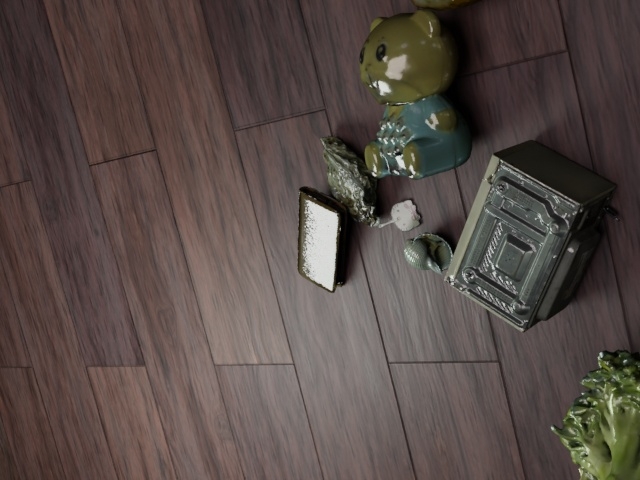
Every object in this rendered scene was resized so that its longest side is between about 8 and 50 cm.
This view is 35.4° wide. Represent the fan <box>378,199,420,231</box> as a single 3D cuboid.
[{"bbox_3d":[0.140,-0.038,1.807,0.083,0.004,0.056,-25,90,29],"label":"fan"}]

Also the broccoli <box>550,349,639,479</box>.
[{"bbox_3d":[0.514,0.321,1.492,0.334,0.272,0.324,39,166,16],"label":"broccoli"}]

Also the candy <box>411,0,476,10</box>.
[{"bbox_3d":[0.192,-0.482,1.542,0.260,0.118,0.260,16,114,38],"label":"candy"}]

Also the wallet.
[{"bbox_3d":[0.000,0.000,1.909,0.110,0.031,0.198,29,134,31],"label":"wallet"}]

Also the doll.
[{"bbox_3d":[0.152,-0.241,1.631,0.177,0.161,0.260,9,114,61],"label":"doll"}]

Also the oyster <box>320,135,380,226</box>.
[{"bbox_3d":[0.056,-0.107,1.835,0.125,0.064,0.177,4,119,55],"label":"oyster"}]

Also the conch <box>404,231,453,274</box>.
[{"bbox_3d":[0.191,0.019,1.763,0.085,0.056,0.076,32,110,-8],"label":"conch"}]

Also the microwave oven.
[{"bbox_3d":[0.330,-0.004,1.576,0.194,0.145,0.240,36,125,29],"label":"microwave oven"}]
